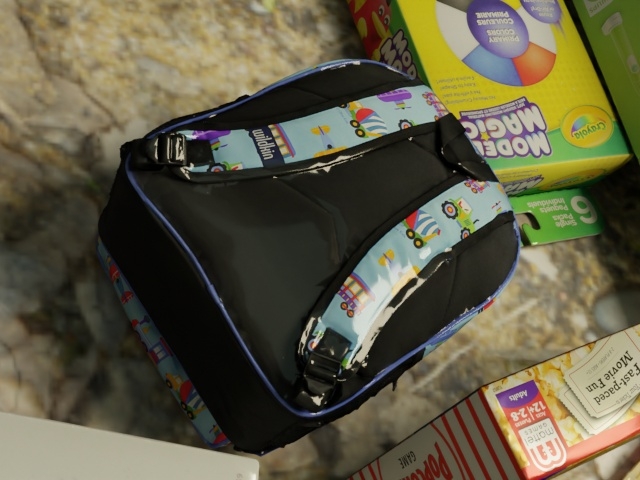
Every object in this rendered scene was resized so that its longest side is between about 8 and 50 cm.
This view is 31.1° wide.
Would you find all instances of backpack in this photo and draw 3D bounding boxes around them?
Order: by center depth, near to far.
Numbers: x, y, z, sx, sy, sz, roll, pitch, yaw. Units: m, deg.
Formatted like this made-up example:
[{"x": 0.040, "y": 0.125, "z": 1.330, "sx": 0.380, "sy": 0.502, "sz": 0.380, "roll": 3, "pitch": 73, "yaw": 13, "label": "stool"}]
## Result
[{"x": 0.000, "y": 0.000, "z": 0.555, "sx": 0.173, "sy": 0.117, "sz": 0.158, "roll": -29, "pitch": 79, "yaw": -32, "label": "backpack"}]

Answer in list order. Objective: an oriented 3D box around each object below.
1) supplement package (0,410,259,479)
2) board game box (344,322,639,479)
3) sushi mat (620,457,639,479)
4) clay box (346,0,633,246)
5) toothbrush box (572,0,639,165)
[{"x": -0.102, "y": 0.140, "z": 0.398, "sx": 0.105, "sy": 0.179, "sz": 0.105, "roll": 13, "pitch": 60, "yaw": -18, "label": "supplement package"}, {"x": 0.123, "y": 0.083, "z": 0.551, "sx": 0.194, "sy": 0.147, "sz": 0.045, "roll": -17, "pitch": 72, "yaw": -30, "label": "board game box"}, {"x": 0.212, "y": 0.182, "z": 0.616, "sx": 0.316, "sy": 0.019, "sz": 0.151, "roll": -36, "pitch": 83, "yaw": -34, "label": "sushi mat"}, {"x": 0.099, "y": -0.104, "z": 0.692, "sx": 0.128, "sy": 0.053, "sz": 0.222, "roll": -9, "pitch": 68, "yaw": -30, "label": "clay box"}, {"x": 0.298, "y": -0.059, "z": 0.695, "sx": 0.206, "sy": 0.122, "sz": 0.283, "roll": 2, "pitch": 64, "yaw": -40, "label": "toothbrush box"}]
